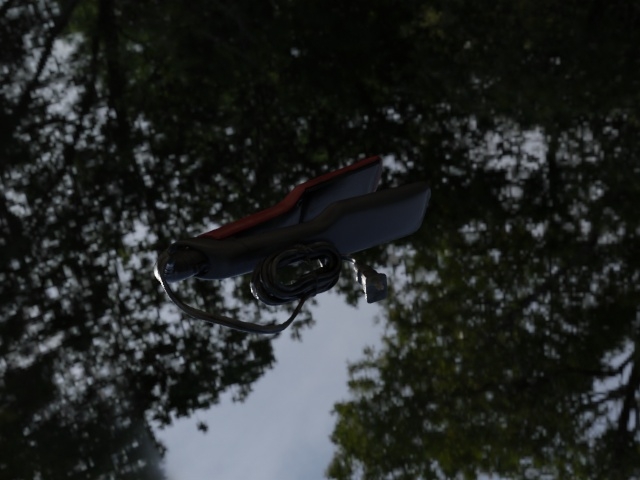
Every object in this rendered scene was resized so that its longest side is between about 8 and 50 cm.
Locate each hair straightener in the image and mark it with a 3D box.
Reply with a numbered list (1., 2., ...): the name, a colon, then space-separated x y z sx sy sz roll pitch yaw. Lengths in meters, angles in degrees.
1. hair straightener: 0.000 0.000 0.520 0.089 0.047 0.230 30 -153 28
